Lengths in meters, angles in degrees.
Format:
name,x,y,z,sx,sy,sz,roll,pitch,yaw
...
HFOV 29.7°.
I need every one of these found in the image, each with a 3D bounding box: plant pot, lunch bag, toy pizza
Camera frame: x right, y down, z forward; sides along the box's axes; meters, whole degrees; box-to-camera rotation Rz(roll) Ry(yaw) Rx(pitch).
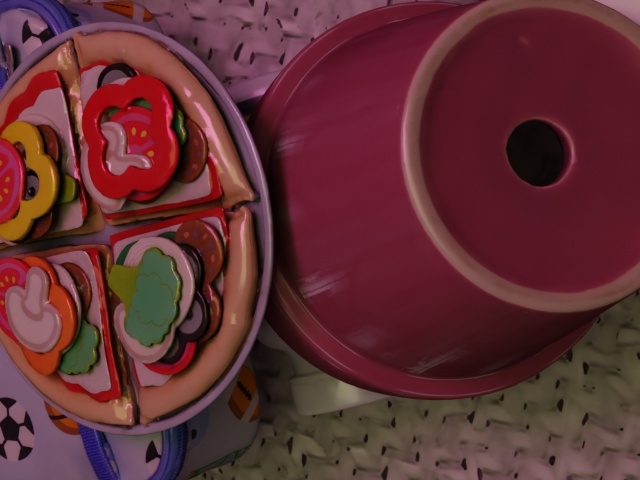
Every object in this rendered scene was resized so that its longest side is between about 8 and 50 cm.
name,x,y,z,sx,sy,sz,roll,pitch,yaw
plant pot,0.071,-0.025,0.553,0.201,0.180,0.201,2,84,-14
lunch bag,-0.163,0.009,0.704,0.243,0.115,0.303,-18,86,34
toy pizza,-0.108,-0.004,0.581,0.201,0.032,0.201,4,96,34

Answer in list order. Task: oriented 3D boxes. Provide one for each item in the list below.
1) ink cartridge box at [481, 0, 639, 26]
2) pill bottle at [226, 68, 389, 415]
name,x,y,z,sx,sy,sz,roll,pitch,yaw
ink cartridge box,0.149,-0.184,0.585,0.233,0.171,0.168,27,99,16
pill bottle,0.000,0.000,0.679,0.103,0.103,0.184,-16,87,19
